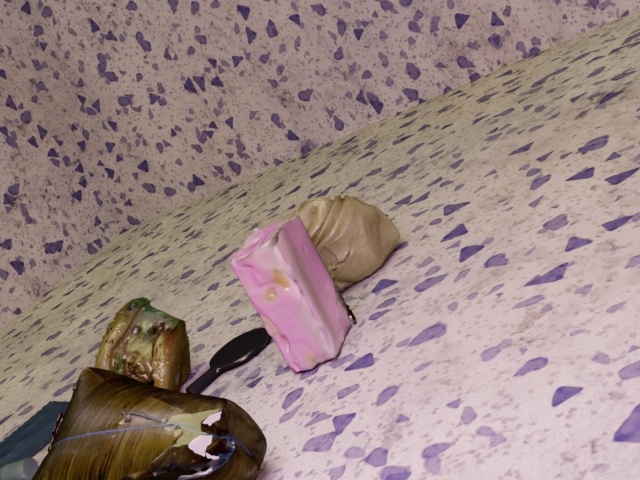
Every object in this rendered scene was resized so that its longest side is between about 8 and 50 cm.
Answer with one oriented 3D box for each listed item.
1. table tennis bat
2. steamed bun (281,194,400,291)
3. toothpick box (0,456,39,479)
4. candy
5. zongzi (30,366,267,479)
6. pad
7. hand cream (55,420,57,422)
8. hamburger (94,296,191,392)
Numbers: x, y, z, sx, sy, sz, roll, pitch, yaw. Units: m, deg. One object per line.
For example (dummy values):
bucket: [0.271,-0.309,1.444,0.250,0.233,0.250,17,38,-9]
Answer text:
table tennis bat: [-0.199,0.257,1.772,0.150,0.027,0.236,-12,23,49]
steamed bun: [-0.002,0.002,1.879,0.289,0.203,0.276,-17,20,41]
toothpick box: [-0.654,0.503,1.775,0.083,0.052,0.052,-23,17,22]
candy: [-0.049,0.099,1.547,0.115,0.265,0.155,-19,19,26]
zongzi: [-0.309,0.415,1.242,0.403,0.208,0.432,-1,49,42]
pad: [-0.716,0.484,2.029,0.269,0.012,0.269,-41,18,-35]
hand cream: [-0.443,0.349,1.747,0.088,0.055,0.256,9,11,23]
hamburger: [-0.377,0.238,1.766,0.167,0.193,0.288,3,21,6]
